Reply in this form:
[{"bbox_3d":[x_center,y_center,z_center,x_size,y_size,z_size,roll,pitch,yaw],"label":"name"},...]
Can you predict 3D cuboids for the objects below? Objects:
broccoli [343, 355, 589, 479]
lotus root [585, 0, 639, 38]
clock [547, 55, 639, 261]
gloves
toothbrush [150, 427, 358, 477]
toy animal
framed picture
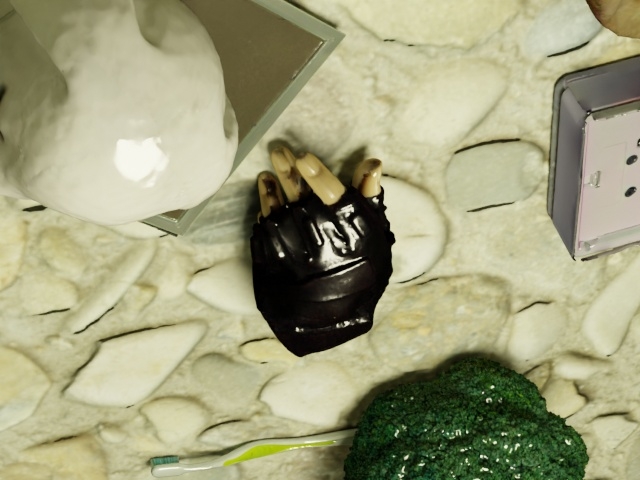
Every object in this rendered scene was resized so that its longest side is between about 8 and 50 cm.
[{"bbox_3d":[0.161,0.291,1.503,0.297,0.297,0.297,-26,158,3],"label":"broccoli"},{"bbox_3d":[0.381,-0.295,1.061,0.375,0.111,0.390,11,142,-45],"label":"lotus root"},{"bbox_3d":[0.302,-0.082,1.315,0.144,0.073,0.193,-15,136,-9],"label":"clock"},{"bbox_3d":[0.000,0.000,1.250,0.164,0.124,0.203,-37,146,-12],"label":"gloves"},{"bbox_3d":[-0.059,0.235,1.506,0.263,0.026,0.022,-5,124,-18],"label":"toothbrush"},{"bbox_3d":[-0.153,-0.127,0.933,0.206,0.265,0.272,-28,129,5],"label":"toy animal"},{"bbox_3d":[-0.126,-0.122,1.141,0.197,0.014,0.252,22,121,-37],"label":"framed picture"}]
